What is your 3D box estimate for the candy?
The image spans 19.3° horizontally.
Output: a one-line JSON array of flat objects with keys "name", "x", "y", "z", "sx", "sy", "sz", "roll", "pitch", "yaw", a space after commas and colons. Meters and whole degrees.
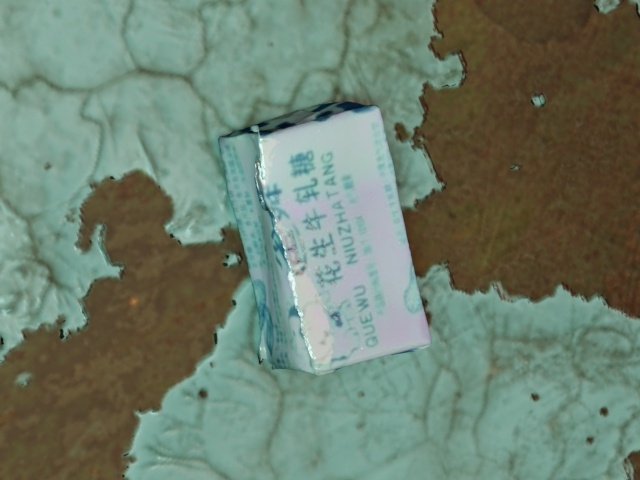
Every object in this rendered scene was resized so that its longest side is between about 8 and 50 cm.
[{"name": "candy", "x": 0.000, "y": 0.000, "z": 1.148, "sx": 0.092, "sy": 0.073, "sz": 0.160, "roll": -15, "pitch": 96, "yaw": -25}]
